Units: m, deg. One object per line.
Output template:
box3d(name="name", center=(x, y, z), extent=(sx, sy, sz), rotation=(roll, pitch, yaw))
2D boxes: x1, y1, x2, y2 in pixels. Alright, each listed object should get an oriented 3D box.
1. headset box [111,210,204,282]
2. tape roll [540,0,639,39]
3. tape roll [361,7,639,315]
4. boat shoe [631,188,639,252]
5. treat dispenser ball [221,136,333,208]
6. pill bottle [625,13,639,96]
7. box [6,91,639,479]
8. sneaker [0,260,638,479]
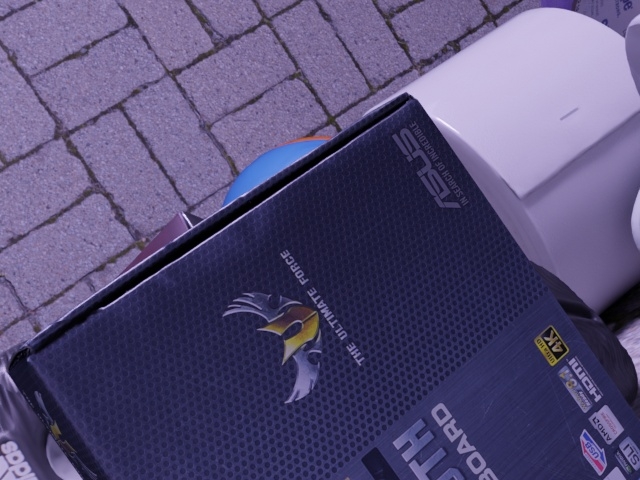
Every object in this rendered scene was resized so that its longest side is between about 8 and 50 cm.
box3d(name="headset box", center=(-0.080, 0.118, 0.759), extent=(0.293, 0.110, 0.218), rotation=(-44, -37, 18))
box3d(name="tape roll", center=(0.311, -0.163, 0.934), extent=(0.090, 0.275, 0.275), rotation=(-33, 3, -10))
box3d(name="tape roll", center=(0.166, -0.045, 0.897), extent=(0.169, 0.246, 0.246), rotation=(-35, 3, -20))
box3d(name="boat shoe", center=(0.351, -0.082, 0.761), extent=(0.302, 0.114, 0.091), rotation=(-42, 11, -8))
box3d(name="treat dispenser ball", center=(0.000, 0.000, 1.497), extent=(0.288, 0.288, 0.288), rotation=(-33, 3, 2))
box3d(name="pill bottle", center=(0.386, -0.162, 0.587), extent=(0.407, 0.229, 0.229), rotation=(-34, 3, 3))
box3d(name="box", center=(0.025, 0.087, 0.410), extent=(0.183, 0.233, 0.059), rotation=(-35, 0, -25))
box3d(name="sneaker", center=(-0.021, 0.143, 0.618), extent=(0.447, 0.169, 0.257), rotation=(-9, -41, -42))
